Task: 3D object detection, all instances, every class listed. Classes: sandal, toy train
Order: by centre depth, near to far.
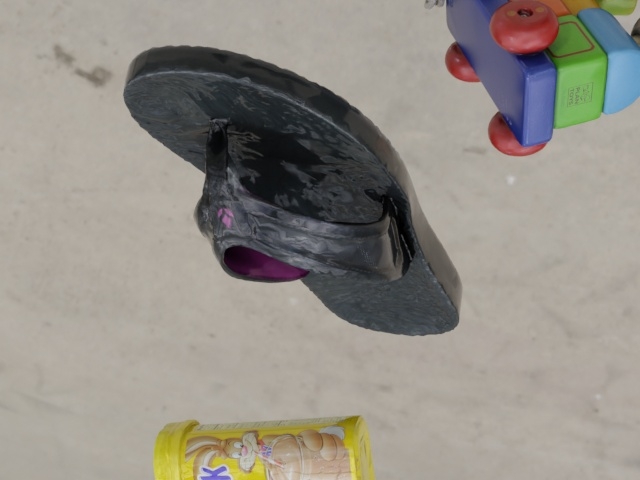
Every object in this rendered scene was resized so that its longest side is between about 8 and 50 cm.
[{"bbox_3d":[0.155,-0.175,0.777,0.144,0.248,0.105,-14,135,-7],"label":"toy train"},{"bbox_3d":[0.003,0.001,0.874,0.168,0.107,0.446,-3,152,29],"label":"sandal"}]

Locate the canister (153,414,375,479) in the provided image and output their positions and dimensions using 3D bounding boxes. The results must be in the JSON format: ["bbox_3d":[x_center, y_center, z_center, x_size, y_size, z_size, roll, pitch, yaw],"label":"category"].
[{"bbox_3d":[-0.042,0.208,0.915,0.170,0.073,0.126,-6,98,13],"label":"canister"}]
